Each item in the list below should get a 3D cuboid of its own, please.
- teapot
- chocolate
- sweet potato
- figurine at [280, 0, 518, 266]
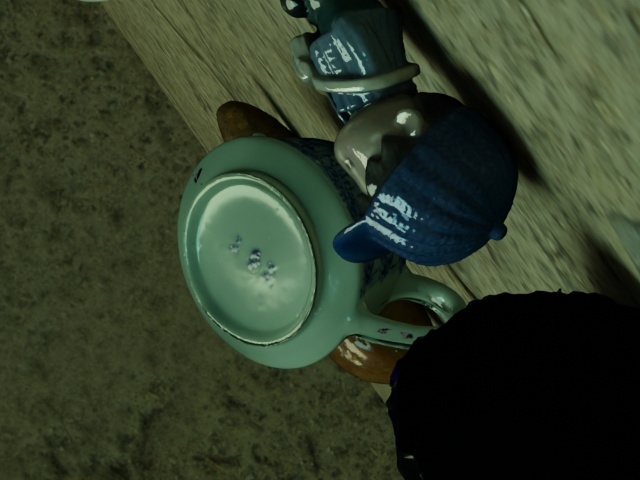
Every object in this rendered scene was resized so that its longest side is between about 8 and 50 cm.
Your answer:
[{"bbox_3d":[0.000,0.000,1.206,0.232,0.159,0.159,39,170,26],"label":"teapot"},{"bbox_3d":[0.104,0.115,0.877,0.343,0.126,0.148,65,-150,-76],"label":"chocolate"},{"bbox_3d":[-0.003,0.008,1.506,0.291,0.097,0.097,54,176,13],"label":"sweet potato"},{"bbox_3d":[0.029,-0.057,0.783,0.086,0.087,0.149,76,173,-77],"label":"figurine"}]
